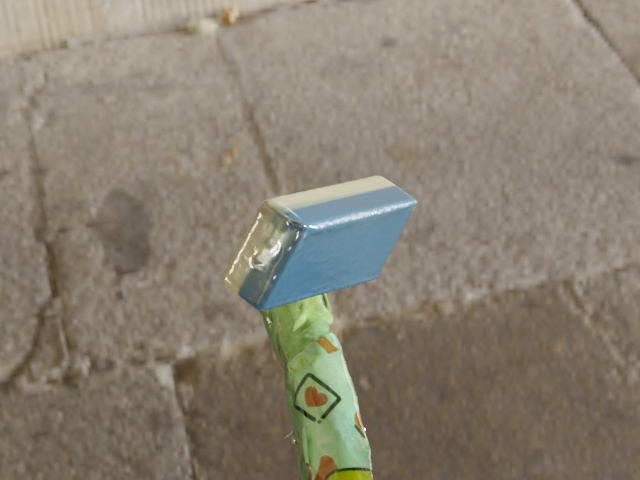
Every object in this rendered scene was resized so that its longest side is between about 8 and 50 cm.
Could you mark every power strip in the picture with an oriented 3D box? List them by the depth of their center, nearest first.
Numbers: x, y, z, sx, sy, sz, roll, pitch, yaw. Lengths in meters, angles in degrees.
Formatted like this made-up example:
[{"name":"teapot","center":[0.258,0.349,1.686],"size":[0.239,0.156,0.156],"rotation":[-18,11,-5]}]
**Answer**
[{"name":"power strip","center":[0.000,0.000,0.824],"size":[0.032,0.056,0.123],"rotation":[37,25,23]}]

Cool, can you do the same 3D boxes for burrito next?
[{"name":"burrito","center":[-0.001,0.116,1.058],"size":[0.054,0.104,0.288],"rotation":[-13,61,-5]}]
